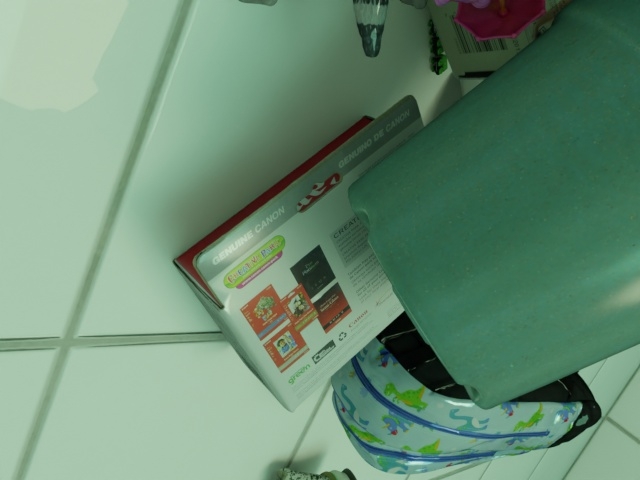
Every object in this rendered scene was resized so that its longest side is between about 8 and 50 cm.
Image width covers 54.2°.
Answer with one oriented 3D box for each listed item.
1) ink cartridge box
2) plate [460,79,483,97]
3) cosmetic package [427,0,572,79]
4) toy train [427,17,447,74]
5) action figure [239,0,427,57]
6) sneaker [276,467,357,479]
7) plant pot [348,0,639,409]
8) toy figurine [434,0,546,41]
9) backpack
[{"bbox_3d":[0.000,0.000,0.754,0.309,0.130,0.272,-39,132,-16],"label":"ink cartridge box"},{"bbox_3d":[0.305,-0.096,0.920,0.277,0.045,0.278,12,66,-48],"label":"plate"},{"bbox_3d":[0.291,-0.323,0.757,0.296,0.153,0.129,-37,116,-16],"label":"cosmetic package"},{"bbox_3d":[0.153,-0.253,0.808,0.023,0.017,0.083,-44,142,-25],"label":"toy train"},{"bbox_3d":[0.099,-0.336,0.511,0.341,0.179,0.330,1,140,-16],"label":"action figure"},{"bbox_3d":[-0.108,0.555,1.127,0.182,0.158,0.410,31,98,-20],"label":"sneaker"},{"bbox_3d":[0.228,-0.034,0.585,0.334,0.341,0.341,-32,143,11],"label":"plant pot"},{"bbox_3d":[0.148,-0.237,0.511,0.173,0.130,0.159,-7,147,-20],"label":"toy figurine"},{"bbox_3d":[0.187,0.199,0.924,0.355,0.290,0.273,18,121,-46],"label":"backpack"}]
